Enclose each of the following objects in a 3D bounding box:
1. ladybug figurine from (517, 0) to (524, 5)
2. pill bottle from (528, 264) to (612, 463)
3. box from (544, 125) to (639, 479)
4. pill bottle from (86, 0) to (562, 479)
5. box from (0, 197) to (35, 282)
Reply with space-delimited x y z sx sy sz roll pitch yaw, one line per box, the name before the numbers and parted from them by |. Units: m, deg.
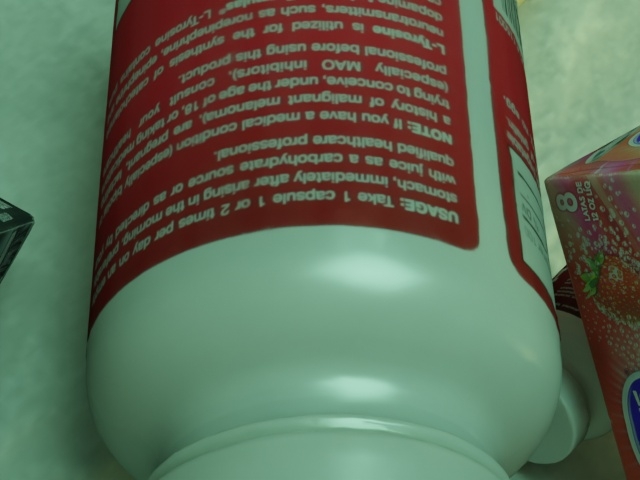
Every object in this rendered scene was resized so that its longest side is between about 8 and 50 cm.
ladybug figurine | 0.072 -0.327 1.139 0.305 0.162 0.449 22 49 -10
pill bottle | 0.157 0.061 0.937 0.086 0.086 0.152 43 48 9
box | 0.251 0.075 0.842 0.154 0.142 0.300 -28 107 -38
pill bottle | 0.000 0.000 0.812 0.229 0.229 0.408 13 51 -17
box | -0.264 -0.030 0.680 0.242 0.307 0.077 30 92 -4
